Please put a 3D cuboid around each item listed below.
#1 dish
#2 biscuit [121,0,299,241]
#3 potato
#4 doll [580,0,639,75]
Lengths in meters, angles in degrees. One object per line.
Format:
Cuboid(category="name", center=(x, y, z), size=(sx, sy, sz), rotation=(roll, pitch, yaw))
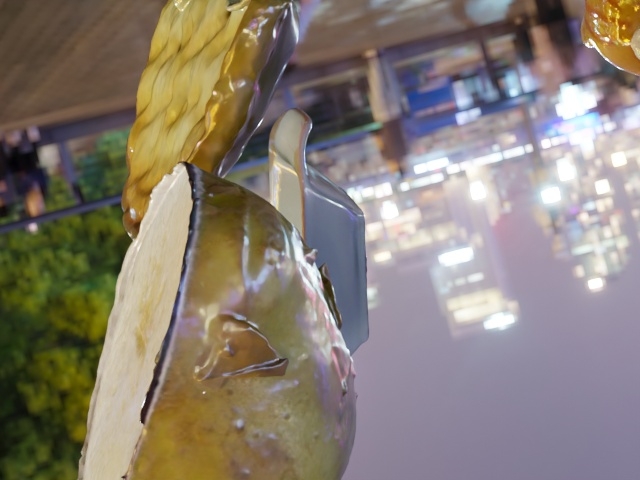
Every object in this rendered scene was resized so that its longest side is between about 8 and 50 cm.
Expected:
Cuboid(category="dish", center=(0.000, 0.000, 1.270), size=(0.064, 0.234, 0.154), rotation=(-7, -162, -10))
Cuboid(category="biscuit", center=(-0.113, -0.163, 1.376), size=(0.078, 0.335, 0.329), rotation=(18, 130, -23))
Cuboid(category="potato", center=(-0.058, 0.099, 1.080), size=(0.196, 0.299, 0.246), rotation=(11, -162, -18))
Cuboid(category="doll", center=(0.374, -0.221, 1.338), size=(0.270, 0.166, 0.162), rotation=(7, -154, 14))
